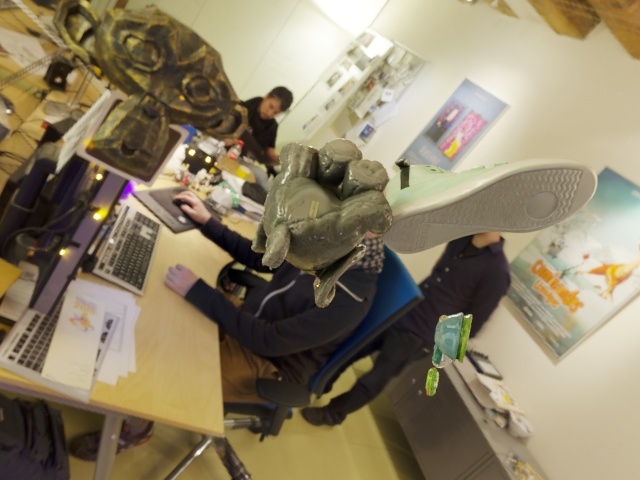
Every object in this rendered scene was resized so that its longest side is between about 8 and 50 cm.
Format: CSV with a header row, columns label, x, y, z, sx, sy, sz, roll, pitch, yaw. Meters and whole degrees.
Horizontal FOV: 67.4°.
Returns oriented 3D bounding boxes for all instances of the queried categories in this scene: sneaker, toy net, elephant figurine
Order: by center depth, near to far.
label,x,y,z,sx,sy,sz,roll,pitch,yaw
sneaker,0.200,-0.075,0.622,0.151,0.255,0.094,-83,157,-56
elephant figurine,0.000,0.000,0.629,0.185,0.239,0.170,-6,60,-13
toy net,0.195,0.175,0.735,0.045,0.122,0.232,9,-10,16
